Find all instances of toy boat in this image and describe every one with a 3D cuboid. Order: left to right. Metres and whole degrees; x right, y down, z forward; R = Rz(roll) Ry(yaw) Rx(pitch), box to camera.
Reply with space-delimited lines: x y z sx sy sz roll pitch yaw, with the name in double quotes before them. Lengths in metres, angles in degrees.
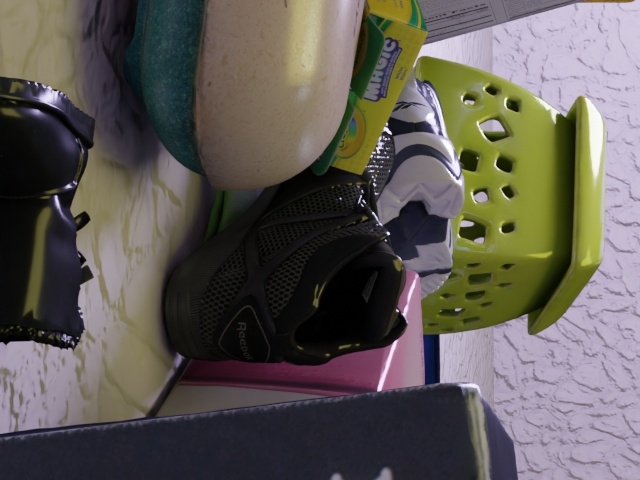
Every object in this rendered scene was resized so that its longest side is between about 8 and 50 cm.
"toy boat" -0.051 -0.179 0.708 0.318 0.148 0.267 78 21 -74

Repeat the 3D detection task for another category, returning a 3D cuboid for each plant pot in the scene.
"plant pot" 0.175 -0.030 1.501 0.228 0.207 0.227 106 -9 -65

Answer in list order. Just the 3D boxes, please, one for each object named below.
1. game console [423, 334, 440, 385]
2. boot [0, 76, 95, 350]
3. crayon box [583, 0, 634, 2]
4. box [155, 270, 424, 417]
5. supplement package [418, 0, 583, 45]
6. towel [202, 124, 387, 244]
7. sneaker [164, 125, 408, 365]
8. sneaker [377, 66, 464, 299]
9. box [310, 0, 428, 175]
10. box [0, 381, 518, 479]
"game console" 0.177 0.251 1.652 0.173 0.250 0.293 -55 169 -20
"boot" -0.121 -0.008 0.572 0.121 0.045 0.099 33 62 -78
"crayon box" 0.191 -0.275 1.387 0.202 0.319 0.081 -51 141 -71
"box" -0.010 0.126 0.918 0.232 0.127 0.148 -64 153 -65
"supplement package" 0.092 -0.292 1.043 0.145 0.204 0.261 19 57 -78
"towel" -0.013 -0.040 0.959 0.152 0.023 0.113 5 98 -55
"sneaker" 0.016 0.001 0.887 0.227 0.130 0.087 -48 138 -46
"sneaker" 0.052 -0.052 1.153 0.235 0.094 0.153 91 -6 -62
"box" 0.020 -0.120 0.889 0.179 0.043 0.105 -95 -154 -56
"box" -0.013 0.223 0.566 0.395 0.212 0.293 52 32 -77
